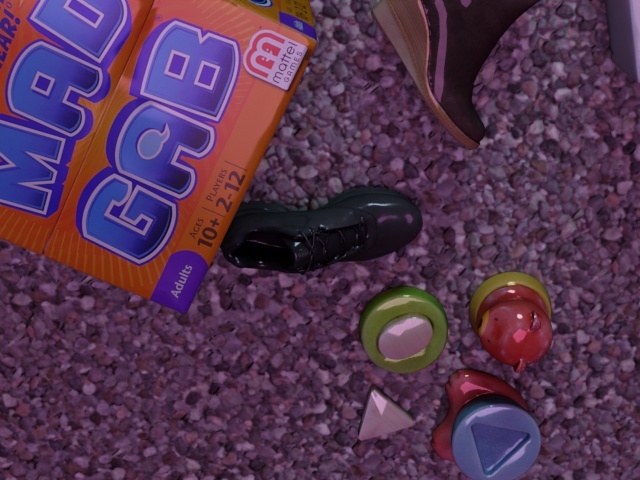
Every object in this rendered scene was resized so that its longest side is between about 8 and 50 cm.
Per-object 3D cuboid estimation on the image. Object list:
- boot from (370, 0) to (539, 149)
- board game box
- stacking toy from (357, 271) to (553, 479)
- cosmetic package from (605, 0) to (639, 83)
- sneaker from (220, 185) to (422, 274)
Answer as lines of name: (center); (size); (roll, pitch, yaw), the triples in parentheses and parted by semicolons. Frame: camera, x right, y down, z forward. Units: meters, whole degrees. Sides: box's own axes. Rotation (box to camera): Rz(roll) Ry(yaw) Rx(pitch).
boot: (0.209, -0.263, 1.685); (0.207, 0.090, 0.248); (-31, 105, 11)
board game box: (-0.242, -0.193, 1.551); (0.356, 0.356, 0.356); (24, 107, -11)
stacking toy: (0.194, 0.207, 1.841); (0.279, 0.130, 0.309); (2, 110, -4)
cosmetic package: (0.484, -0.341, 1.645); (0.224, 0.138, 0.224); (-11, 110, 3)
sneaker: (0.000, 0.000, 1.756); (0.286, 0.130, 0.109); (-9, 109, 0)
